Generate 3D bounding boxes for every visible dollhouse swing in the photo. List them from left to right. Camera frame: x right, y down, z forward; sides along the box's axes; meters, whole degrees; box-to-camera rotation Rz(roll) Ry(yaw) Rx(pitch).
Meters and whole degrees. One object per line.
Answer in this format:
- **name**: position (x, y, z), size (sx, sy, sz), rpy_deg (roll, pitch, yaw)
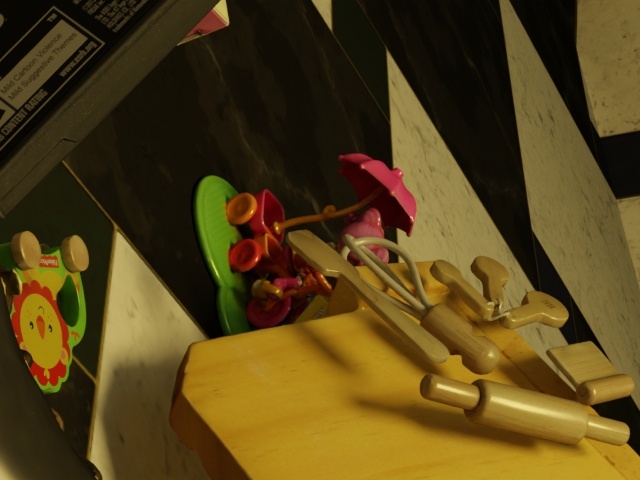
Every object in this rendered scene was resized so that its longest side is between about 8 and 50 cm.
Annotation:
- **dollhouse swing**: position (0.063, 0.227, 1.186), size (0.347, 0.305, 0.315), rpy_deg (47, -38, 30)

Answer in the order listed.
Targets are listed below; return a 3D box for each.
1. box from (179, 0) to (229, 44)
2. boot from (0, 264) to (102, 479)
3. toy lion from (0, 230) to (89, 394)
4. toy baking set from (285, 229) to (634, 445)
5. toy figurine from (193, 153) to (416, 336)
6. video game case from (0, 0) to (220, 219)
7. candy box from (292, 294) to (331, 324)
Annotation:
- **box**: position (-0.186, -0.204, 0.950), size (0.117, 0.214, 0.243), rpy_deg (42, 33, -58)
- **boot**: position (-0.153, 0.107, 0.851), size (0.377, 0.138, 0.284), rpy_deg (-21, 90, -66)
- **toy lion**: position (-0.169, 0.045, 1.032), size (0.100, 0.034, 0.096), rpy_deg (4, 73, -70)
- **toy baking set**: position (0.098, 0.065, 1.180), size (0.256, 0.030, 0.196), rpy_deg (13, 28, -29)
- **toy figurine**: position (0.000, 0.000, 1.350), size (0.130, 0.159, 0.173), rpy_deg (49, 27, -46)
- **video game case**: position (-0.144, -0.179, 0.819), size (0.248, 0.275, 0.035), rpy_deg (37, -15, 21)
- **candy box**: position (0.010, 0.098, 1.367), size (0.027, 0.105, 0.206), rpy_deg (45, 10, 21)
